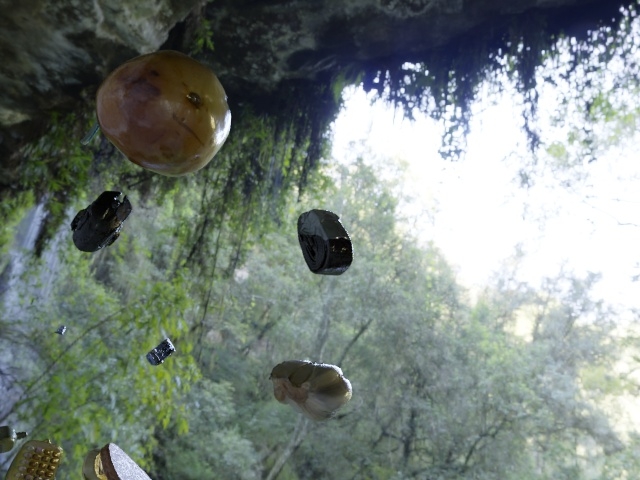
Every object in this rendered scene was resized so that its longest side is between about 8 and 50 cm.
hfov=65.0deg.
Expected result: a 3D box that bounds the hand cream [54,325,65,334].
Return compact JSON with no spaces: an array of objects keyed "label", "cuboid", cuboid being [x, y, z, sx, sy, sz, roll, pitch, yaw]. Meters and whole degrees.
[{"label":"hand cream","cuboid":[-0.985,0.343,1.906,0.030,0.019,0.093,24,0,-17]}]

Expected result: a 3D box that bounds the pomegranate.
[{"label":"pomegranate","cuboid":[-0.375,-0.304,1.210,0.320,0.318,0.319,8,-22,3]}]

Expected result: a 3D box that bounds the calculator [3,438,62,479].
[{"label":"calculator","cuboid":[-0.883,0.726,1.530,0.033,0.236,0.157,-13,-39,34]}]

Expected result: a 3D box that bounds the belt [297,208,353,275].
[{"label":"belt","cuboid":[0.000,0.000,1.920,0.164,0.289,0.184,4,-45,-31]}]

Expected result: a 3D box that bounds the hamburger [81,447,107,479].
[{"label":"hamburger","cuboid":[-0.815,0.834,1.839,0.082,0.141,0.126,-16,-5,16]}]

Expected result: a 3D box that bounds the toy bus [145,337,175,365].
[{"label":"toy bus","cuboid":[-0.731,0.513,2.275,0.076,0.073,0.167,-29,5,17]}]

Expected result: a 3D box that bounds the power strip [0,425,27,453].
[{"label":"power strip","cuboid":[-1.170,0.674,1.622,0.388,0.066,0.092,-2,20,-34]}]

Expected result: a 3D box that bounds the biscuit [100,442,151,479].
[{"label":"biscuit","cuboid":[-0.456,0.574,1.198,0.186,0.036,0.192,15,-39,59]}]

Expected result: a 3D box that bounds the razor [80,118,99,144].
[{"label":"razor","cuboid":[-0.781,-0.419,1.756,0.068,0.191,0.037,30,5,32]}]

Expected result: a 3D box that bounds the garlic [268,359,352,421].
[{"label":"garlic","cuboid":[-0.018,0.491,1.652,0.281,0.184,0.203,-7,10,39]}]

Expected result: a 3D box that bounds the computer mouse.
[{"label":"computer mouse","cuboid":[-0.710,-0.064,1.641,0.146,0.241,0.078,41,-31,-27]}]
